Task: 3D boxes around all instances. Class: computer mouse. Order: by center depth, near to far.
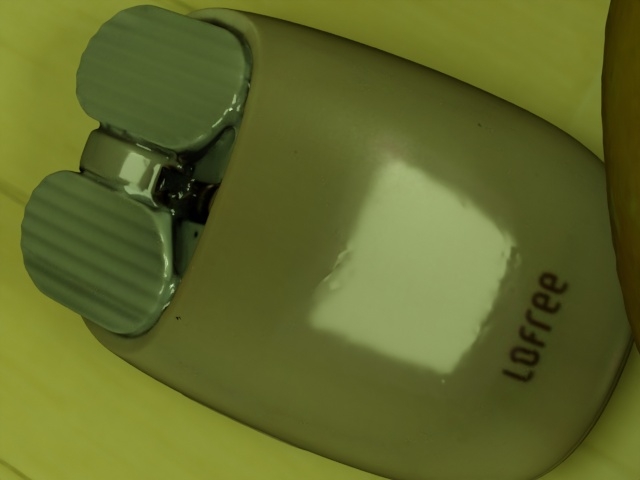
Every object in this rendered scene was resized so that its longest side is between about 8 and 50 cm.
[{"bbox_3d":[0.000,0.000,0.688,0.236,0.082,0.145,24,95,23],"label":"computer mouse"}]

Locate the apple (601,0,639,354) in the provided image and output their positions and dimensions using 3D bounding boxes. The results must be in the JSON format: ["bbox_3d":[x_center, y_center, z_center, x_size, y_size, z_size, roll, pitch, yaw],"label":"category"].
[{"bbox_3d":[0.244,-0.009,0.468,0.374,0.374,0.384,4,122,24],"label":"apple"}]
